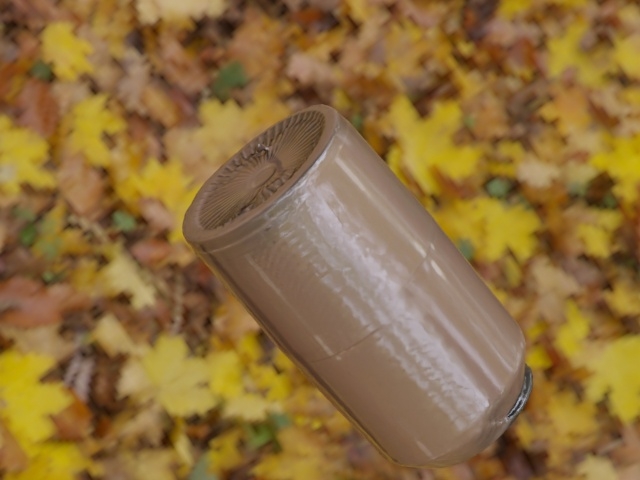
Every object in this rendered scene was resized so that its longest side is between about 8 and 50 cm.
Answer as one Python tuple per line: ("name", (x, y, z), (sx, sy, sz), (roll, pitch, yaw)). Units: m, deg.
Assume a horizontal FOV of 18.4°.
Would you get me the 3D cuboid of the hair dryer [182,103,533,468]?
("hair dryer", (0.000, 0.000, 0.677), (0.117, 0.064, 0.182), (49, 0, -23))
